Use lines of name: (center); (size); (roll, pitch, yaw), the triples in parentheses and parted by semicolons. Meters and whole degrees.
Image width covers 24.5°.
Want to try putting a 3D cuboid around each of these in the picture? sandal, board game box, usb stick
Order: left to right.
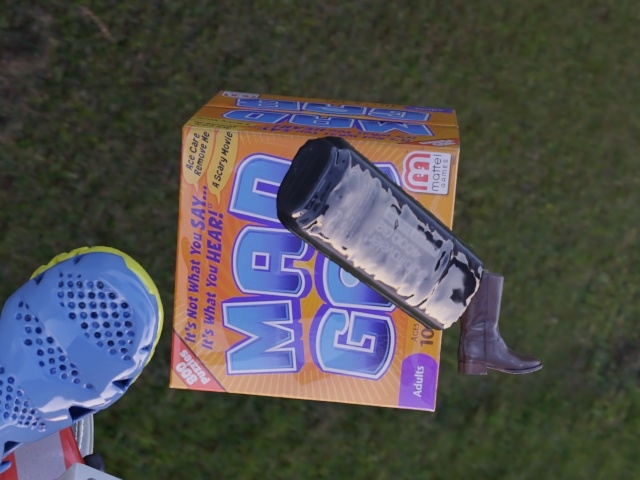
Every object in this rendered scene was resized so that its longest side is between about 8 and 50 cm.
sandal: (-0.251, 0.127, 1.165); (0.317, 0.126, 0.138); (-41, -174, 20)
board game box: (0.000, 0.000, 2.064); (0.356, 0.357, 0.356); (-74, 169, -76)
usb stick: (0.051, 0.000, 1.121); (0.077, 0.045, 0.278); (-58, 146, -2)

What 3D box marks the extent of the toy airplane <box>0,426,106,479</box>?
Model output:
toy airplane: (-0.216, 0.386, 1.305); (0.384, 0.272, 0.386); (36, 78, -9)

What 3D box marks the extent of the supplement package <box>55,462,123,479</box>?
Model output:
supplement package: (-0.146, 0.337, 1.015); (0.199, 0.262, 0.198); (28, 127, -27)

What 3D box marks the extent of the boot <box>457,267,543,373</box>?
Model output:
boot: (0.190, 0.083, 1.561); (0.106, 0.037, 0.114); (1, 89, -29)

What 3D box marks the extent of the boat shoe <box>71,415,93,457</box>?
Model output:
boat shoe: (-0.322, 0.294, 1.599); (0.116, 0.099, 0.319); (21, 87, -13)
